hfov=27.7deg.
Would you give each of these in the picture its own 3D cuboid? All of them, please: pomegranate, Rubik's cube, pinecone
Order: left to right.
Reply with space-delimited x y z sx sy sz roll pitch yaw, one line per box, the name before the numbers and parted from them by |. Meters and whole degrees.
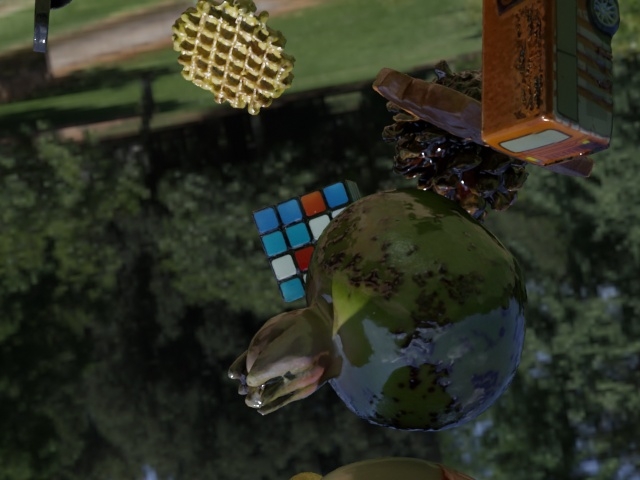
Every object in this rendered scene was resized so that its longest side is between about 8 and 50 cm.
Rubik's cube | 0.000 0.000 1.998 0.154 0.151 0.155 -20 178 8
pomegranate | 0.057 0.098 1.438 0.341 0.285 0.285 -19 -174 -20
pinecone | 0.230 -0.158 2.016 0.243 0.257 0.243 -29 -143 24

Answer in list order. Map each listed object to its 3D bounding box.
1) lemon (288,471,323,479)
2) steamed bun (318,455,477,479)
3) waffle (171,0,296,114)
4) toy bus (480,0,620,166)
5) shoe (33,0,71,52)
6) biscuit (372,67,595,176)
lemon | -0.017 0.397 1.984 0.082 0.082 0.111 -11 -154 -23
steamed bun | 0.127 0.391 1.355 0.241 0.374 0.374 -36 171 25
waffle | -0.123 -0.263 1.825 0.191 0.191 0.038 -7 -146 34
toy bus | 0.193 -0.268 1.092 0.092 0.409 0.093 13 161 -35
shoe | -0.279 -0.270 1.384 0.049 0.179 0.071 3 142 -13
biscuit | 0.209 -0.141 1.644 0.306 0.043 0.284 22 -176 -10
